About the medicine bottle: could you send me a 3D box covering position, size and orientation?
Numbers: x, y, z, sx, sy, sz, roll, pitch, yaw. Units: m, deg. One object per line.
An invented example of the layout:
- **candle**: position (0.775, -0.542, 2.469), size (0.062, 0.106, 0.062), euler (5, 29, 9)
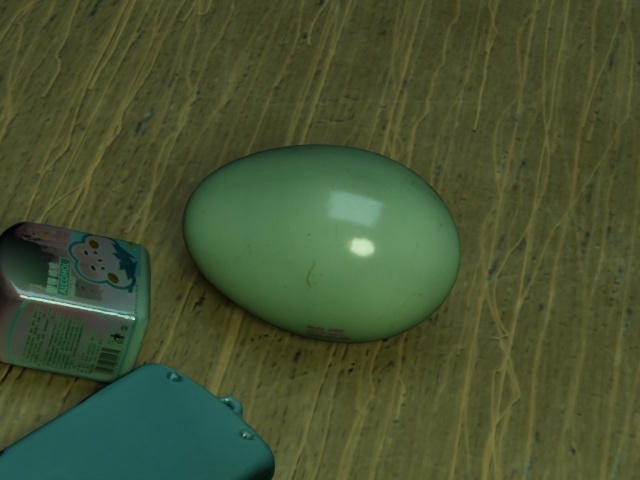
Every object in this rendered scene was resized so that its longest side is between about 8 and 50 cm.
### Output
- **medicine bottle**: position (-0.252, 0.049, 1.634), size (0.188, 0.094, 0.119), euler (12, 36, -14)

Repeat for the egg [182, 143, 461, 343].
- **egg**: position (0.000, 0.000, 1.703), size (0.264, 0.183, 0.183), euler (12, 41, 10)

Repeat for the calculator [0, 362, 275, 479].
- **calculator**: position (-0.172, 0.203, 1.537), size (0.173, 0.051, 0.293), euler (35, 46, 26)
